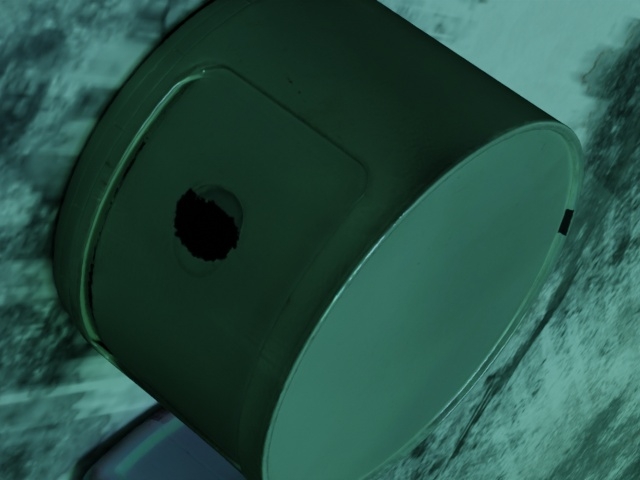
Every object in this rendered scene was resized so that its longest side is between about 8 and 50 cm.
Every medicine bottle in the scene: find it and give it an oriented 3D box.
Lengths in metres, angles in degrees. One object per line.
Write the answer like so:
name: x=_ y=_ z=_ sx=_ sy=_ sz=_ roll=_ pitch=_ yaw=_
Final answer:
medicine bottle: x=-0.077 y=0.188 z=0.986 sx=0.119 sy=0.094 sz=0.188 roll=-36 pitch=150 yaw=-35

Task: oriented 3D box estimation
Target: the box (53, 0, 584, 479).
box: x=0.000 y=0.000 z=0.811 sx=0.226 sy=0.149 sz=0.226 roll=-40 pitch=152 yaw=-26
